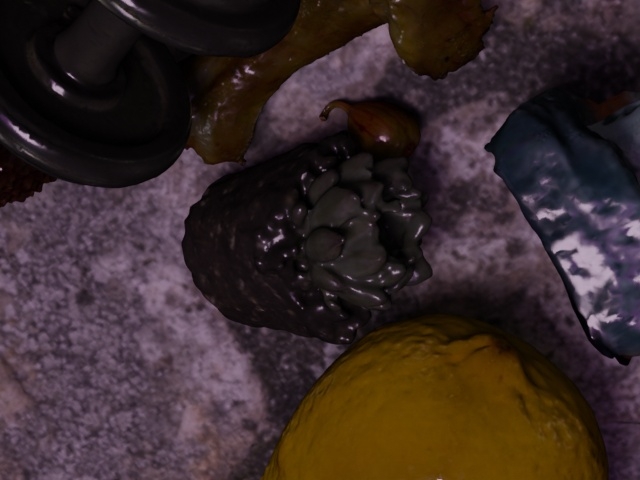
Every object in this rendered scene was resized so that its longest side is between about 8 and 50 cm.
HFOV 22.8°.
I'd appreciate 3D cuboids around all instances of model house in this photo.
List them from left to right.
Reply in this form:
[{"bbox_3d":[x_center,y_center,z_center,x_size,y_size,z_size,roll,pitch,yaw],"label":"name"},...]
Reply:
[{"bbox_3d":[0.280,-0.067,1.046,0.291,0.253,0.184,-29,85,18],"label":"model house"}]

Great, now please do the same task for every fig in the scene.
[{"bbox_3d":[0.036,-0.087,1.212,0.083,0.050,0.050,27,116,26],"label":"fig"}]

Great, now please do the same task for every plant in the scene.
[{"bbox_3d":[0.000,0.000,1.184,0.194,0.129,0.132,-5,131,40],"label":"plant"}]

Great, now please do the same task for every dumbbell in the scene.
[{"bbox_3d":[-0.132,-0.155,1.051,0.192,0.192,0.290,43,127,-4],"label":"dumbbell"}]

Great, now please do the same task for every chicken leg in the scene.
[{"bbox_3d":[0.018,-0.181,1.136,0.211,0.140,0.361,42,126,19],"label":"chicken leg"}]

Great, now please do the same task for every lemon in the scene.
[{"bbox_3d":[0.086,0.191,1.188,0.260,0.260,0.284,10,102,10],"label":"lemon"}]

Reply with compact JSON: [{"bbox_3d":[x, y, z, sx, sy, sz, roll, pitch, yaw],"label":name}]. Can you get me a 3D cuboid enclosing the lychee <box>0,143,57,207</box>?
[{"bbox_3d":[-0.275,-0.109,1.210,0.188,0.188,0.188,5,111,12],"label":"lychee"}]
